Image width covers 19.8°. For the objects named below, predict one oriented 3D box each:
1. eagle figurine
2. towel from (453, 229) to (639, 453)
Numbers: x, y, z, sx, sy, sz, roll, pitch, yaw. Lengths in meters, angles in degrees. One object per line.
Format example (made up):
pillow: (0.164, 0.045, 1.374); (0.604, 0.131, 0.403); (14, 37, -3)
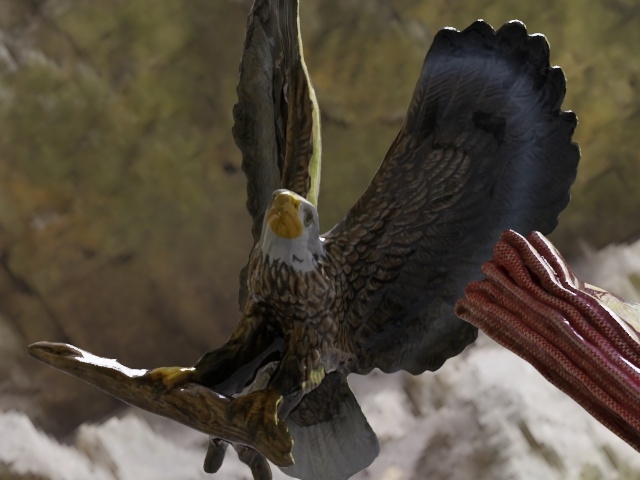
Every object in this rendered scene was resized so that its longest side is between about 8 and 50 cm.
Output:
eagle figurine: (0.002, -0.003, 1.123); (0.298, 0.226, 0.225); (-60, 15, -20)
towel: (0.229, 0.091, 0.604); (0.237, 0.329, 0.037); (39, 107, 54)
